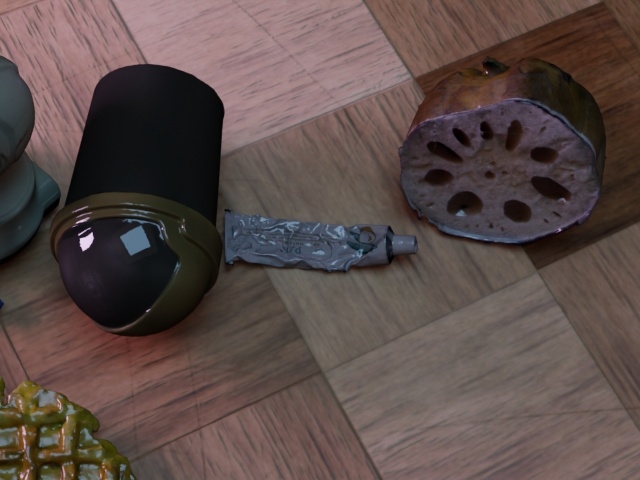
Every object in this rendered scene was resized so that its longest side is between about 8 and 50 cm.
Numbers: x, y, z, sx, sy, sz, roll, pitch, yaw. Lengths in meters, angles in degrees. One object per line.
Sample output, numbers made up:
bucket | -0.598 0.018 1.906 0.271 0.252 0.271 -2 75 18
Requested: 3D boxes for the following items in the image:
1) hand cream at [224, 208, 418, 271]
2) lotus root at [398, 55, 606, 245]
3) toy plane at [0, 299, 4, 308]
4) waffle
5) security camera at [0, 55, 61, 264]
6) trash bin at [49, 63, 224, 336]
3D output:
hand cream | 0.000 0.002 1.842 0.257 0.050 0.084 1 62 0
lotus root | 0.244 -0.140 1.848 0.272 0.272 0.192 14 53 -1
toy plane | -0.477 0.059 1.752 0.167 0.054 0.062 14 38 -2
waffle | -0.376 0.314 1.611 0.302 0.068 0.325 42 65 6
security camera | -0.432 -0.104 1.694 0.197 0.277 0.191 36 55 12
trash bin | -0.222 -0.040 1.742 0.214 0.214 0.334 7 60 -4
